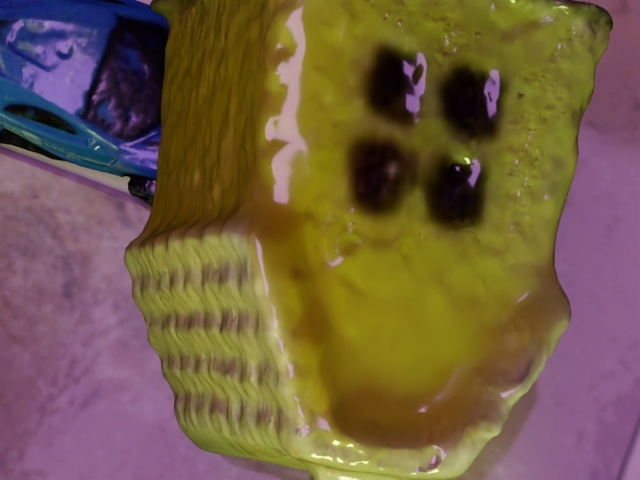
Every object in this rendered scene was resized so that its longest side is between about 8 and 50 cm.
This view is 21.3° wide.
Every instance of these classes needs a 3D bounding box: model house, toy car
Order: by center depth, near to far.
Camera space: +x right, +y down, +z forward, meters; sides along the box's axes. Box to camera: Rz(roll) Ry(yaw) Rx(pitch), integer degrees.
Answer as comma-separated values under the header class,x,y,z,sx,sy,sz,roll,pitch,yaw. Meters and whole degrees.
class,x,y,z,sx,sy,sz,roll,pitch,yaw
model house,0.000,0.000,0.744,0.174,0.193,0.234,17,79,-20
toy car,-0.122,-0.085,0.855,0.216,0.063,0.103,17,80,8
